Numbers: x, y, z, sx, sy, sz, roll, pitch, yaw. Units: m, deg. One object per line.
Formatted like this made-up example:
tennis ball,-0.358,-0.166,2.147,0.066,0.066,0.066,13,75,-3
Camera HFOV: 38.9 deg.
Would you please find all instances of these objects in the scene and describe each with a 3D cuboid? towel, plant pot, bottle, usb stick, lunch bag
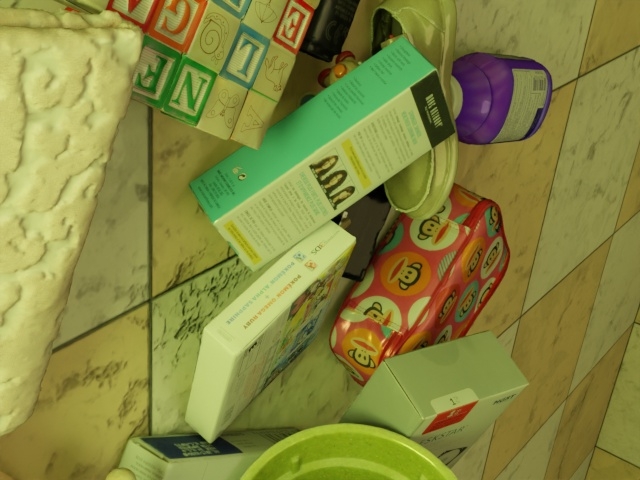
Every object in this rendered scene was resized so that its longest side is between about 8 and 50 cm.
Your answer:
towel,-0.267,0.023,0.515,0.317,0.053,0.331,-14,137,-50
plant pot,0.023,0.390,1.024,0.276,0.276,0.253,-44,156,-33
bottle,0.206,-0.182,1.168,0.283,0.092,0.118,-14,122,-54
usb stick,0.038,-0.308,0.858,0.077,0.045,0.277,3,108,-66
lunch bag,0.146,0.086,1.253,0.293,0.120,0.258,-55,152,-14

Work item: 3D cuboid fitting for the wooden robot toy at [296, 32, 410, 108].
wooden robot toy,0.019,-0.153,0.894,0.173,0.076,0.079,-44,157,5

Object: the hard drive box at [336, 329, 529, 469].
hard drive box,0.120,0.229,1.139,0.181,0.089,0.232,-10,143,-35

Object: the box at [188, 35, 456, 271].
box,0.005,-0.079,0.857,0.244,0.060,0.100,-35,145,-2

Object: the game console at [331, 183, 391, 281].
game console,0.041,-0.018,1.106,0.107,0.071,0.122,17,97,-30

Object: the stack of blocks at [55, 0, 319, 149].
stack of blocks,-0.122,-0.188,0.644,0.297,0.087,0.171,18,96,-60

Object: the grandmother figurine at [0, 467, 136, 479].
grandmother figurine,-0.219,0.288,0.766,0.208,0.104,0.342,-48,136,-17

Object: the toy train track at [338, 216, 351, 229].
toy train track,0.000,0.000,1.039,0.083,0.014,0.048,-39,152,-15

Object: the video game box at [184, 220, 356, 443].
video game box,-0.055,0.095,0.935,0.187,0.048,0.205,-40,162,-34

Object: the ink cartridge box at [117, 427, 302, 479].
ink cartridge box,-0.151,0.376,1.030,0.324,0.072,0.330,16,96,-60

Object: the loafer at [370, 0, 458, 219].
loafer,0.090,-0.151,1.007,0.092,0.102,0.268,-13,109,-33
